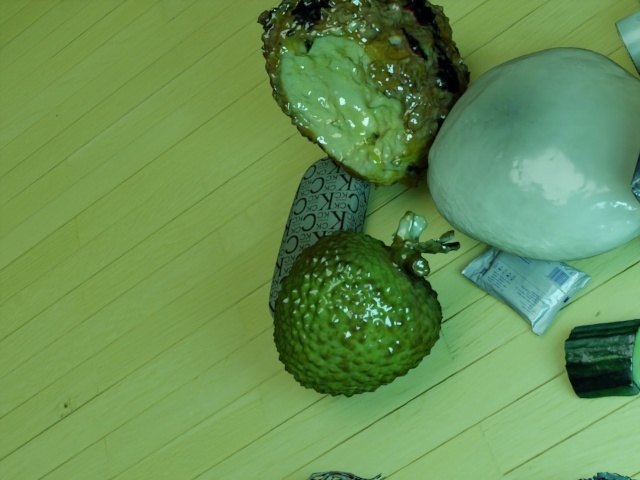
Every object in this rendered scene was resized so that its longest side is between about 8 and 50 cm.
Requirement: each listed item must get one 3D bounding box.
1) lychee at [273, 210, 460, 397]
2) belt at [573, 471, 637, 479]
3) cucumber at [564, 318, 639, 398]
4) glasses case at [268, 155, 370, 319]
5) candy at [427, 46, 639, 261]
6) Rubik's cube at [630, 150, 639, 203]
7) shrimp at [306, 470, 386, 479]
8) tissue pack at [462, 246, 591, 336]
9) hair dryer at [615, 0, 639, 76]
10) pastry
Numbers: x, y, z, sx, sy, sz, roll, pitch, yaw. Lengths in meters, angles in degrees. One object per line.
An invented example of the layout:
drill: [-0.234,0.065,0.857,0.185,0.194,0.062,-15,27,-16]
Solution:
lychee: [0.065,0.108,1.895,0.320,0.270,0.270,-54,32,44]
belt: [0.355,0.466,1.515,0.260,0.122,0.324,-15,55,21]
cucumber: [0.418,0.164,1.717,0.115,0.062,0.116,-11,53,37]
glasses case: [0.000,0.000,2.134,0.137,0.085,0.354,-4,57,33]
candy: [0.372,-0.142,1.875,0.386,0.186,0.427,-46,47,-8]
Rubik's cube: [0.606,-0.108,1.620,0.255,0.260,0.259,1,64,39]
shrimp: [0.016,0.402,1.858,0.190,0.074,0.073,-21,17,12]
tissue pack: [0.325,0.056,1.887,0.122,0.026,0.193,-47,44,0]
hair dryer: [0.567,-0.433,2.002,0.173,0.107,0.357,-25,42,19]
pastry: [0.096,-0.306,2.091,0.292,0.405,0.337,-38,10,39]
